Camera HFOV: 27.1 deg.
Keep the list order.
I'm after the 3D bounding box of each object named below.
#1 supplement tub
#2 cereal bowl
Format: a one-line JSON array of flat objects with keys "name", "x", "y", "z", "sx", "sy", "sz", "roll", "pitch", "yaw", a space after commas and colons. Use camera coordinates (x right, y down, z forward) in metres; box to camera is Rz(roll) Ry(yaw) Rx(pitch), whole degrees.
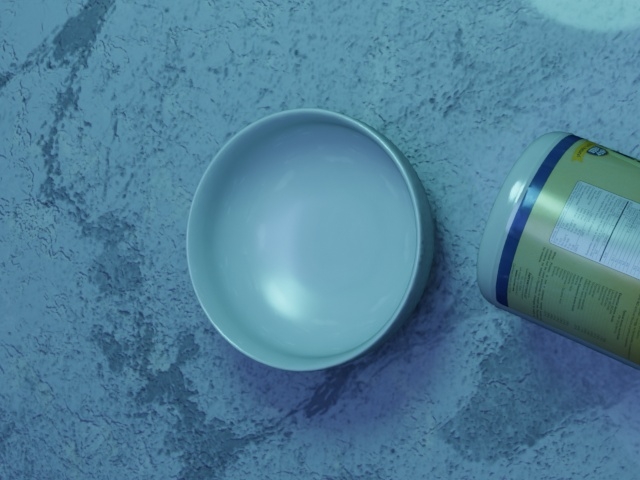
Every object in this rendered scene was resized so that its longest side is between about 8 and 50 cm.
[{"name": "supplement tub", "x": 0.365, "y": 0.027, "z": 1.534, "sx": 0.316, "sy": 0.228, "sz": 0.228, "roll": 24, "pitch": 99, "yaw": 22}, {"name": "cereal bowl", "x": 0.000, "y": 0.000, "z": 1.748, "sx": 0.339, "sy": 0.141, "sz": 0.339, "roll": 0, "pitch": 89, "yaw": 25}]
